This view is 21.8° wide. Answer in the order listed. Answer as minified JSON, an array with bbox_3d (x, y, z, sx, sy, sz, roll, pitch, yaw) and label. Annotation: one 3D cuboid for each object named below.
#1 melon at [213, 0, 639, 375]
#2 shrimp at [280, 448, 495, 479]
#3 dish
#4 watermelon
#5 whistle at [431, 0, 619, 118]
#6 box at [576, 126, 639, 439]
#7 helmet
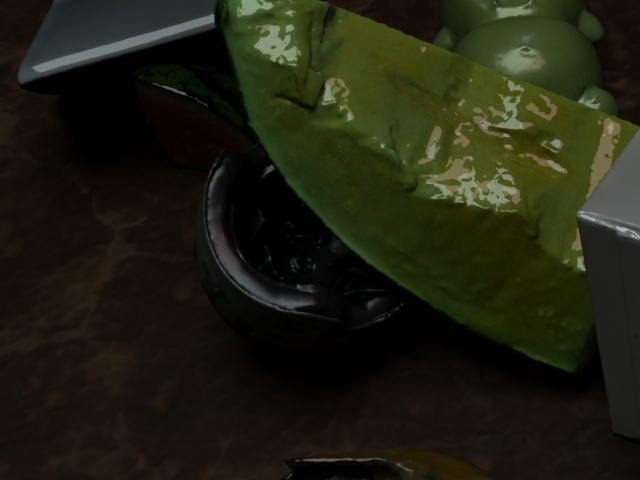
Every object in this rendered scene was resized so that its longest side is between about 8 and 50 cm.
[{"bbox_3d":[0.071,-0.067,1.070,0.323,0.124,0.196,28,60,-3],"label":"melon"},{"bbox_3d":[0.003,0.176,0.986,0.248,0.068,0.150,1,32,11],"label":"shrimp"},{"bbox_3d":[-0.122,-0.185,1.321,0.243,0.080,0.182,-15,2,1],"label":"dish"},{"bbox_3d":[-0.097,-0.097,1.288,0.094,0.135,0.125,-47,37,28],"label":"watermelon"},{"bbox_3d":[0.147,-0.158,1.253,0.131,0.106,0.288,-6,45,7],"label":"whistle"},{"bbox_3d":[0.267,-0.018,1.002,0.111,0.194,0.260,20,54,33],"label":"box"},{"bbox_3d":[-0.011,0.011,1.122,0.177,0.107,0.153,-17,64,-40],"label":"helmet"}]
